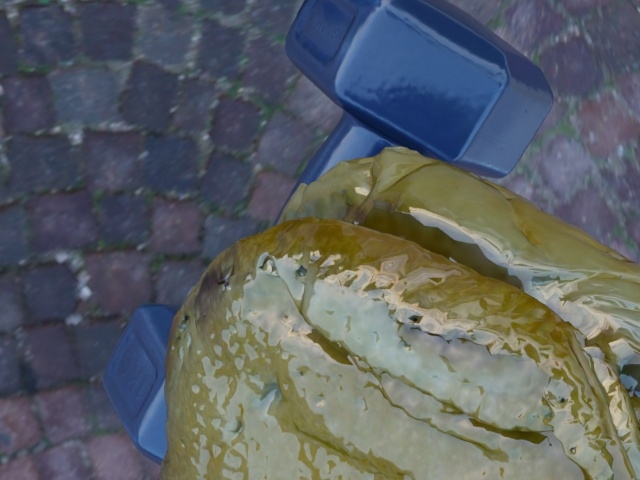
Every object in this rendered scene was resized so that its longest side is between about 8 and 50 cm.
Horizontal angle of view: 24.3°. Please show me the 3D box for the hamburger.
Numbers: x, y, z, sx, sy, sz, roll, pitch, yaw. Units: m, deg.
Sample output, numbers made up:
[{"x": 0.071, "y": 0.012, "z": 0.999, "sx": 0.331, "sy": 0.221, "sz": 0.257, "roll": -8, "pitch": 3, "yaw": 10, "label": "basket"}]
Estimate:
[{"x": 0.057, "y": 0.122, "z": 0.680, "sx": 0.319, "sy": 0.158, "sz": 0.318, "roll": 24, "pitch": 125, "yaw": 39, "label": "hamburger"}]

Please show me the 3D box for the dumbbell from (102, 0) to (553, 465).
[{"x": 0.000, "y": 0.000, "z": 0.902, "sx": 0.160, "sy": 0.144, "sz": 0.324, "roll": 30, "pitch": 103, "yaw": -2, "label": "dumbbell"}]
